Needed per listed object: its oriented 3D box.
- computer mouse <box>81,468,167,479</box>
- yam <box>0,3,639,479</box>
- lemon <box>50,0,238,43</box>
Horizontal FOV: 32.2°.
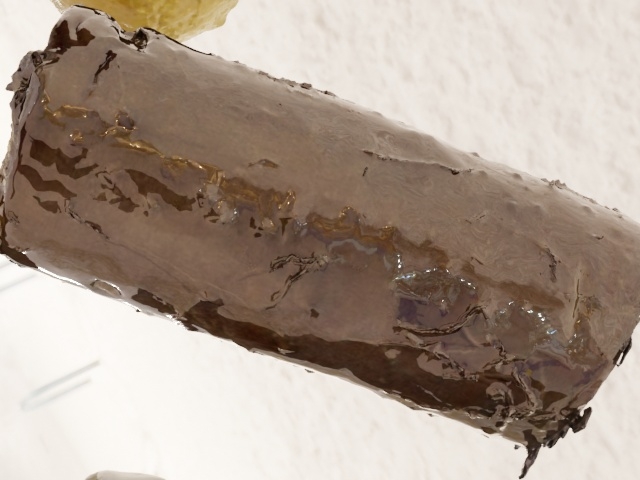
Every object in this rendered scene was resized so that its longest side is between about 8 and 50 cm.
[{"bbox_3d":[-0.062,0.256,0.586,0.197,0.095,0.331,39,152,41],"label":"computer mouse"},{"bbox_3d":[0.001,-0.002,0.473,0.279,0.131,0.131,21,160,-10],"label":"yam"},{"bbox_3d":[-0.140,-0.258,0.894,0.192,0.192,0.231,44,118,42],"label":"lemon"}]
